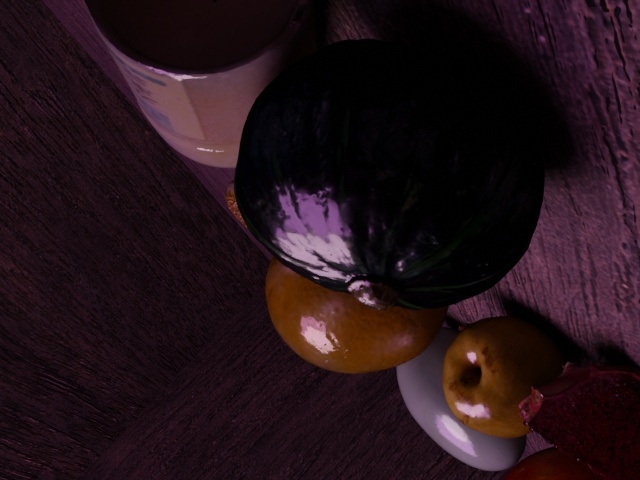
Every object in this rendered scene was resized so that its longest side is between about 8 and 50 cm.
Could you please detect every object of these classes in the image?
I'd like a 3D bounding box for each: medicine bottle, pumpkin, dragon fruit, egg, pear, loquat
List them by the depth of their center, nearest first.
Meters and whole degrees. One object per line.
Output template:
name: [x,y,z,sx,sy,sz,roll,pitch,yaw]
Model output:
pumpkin: [0.065,-0.046,0.704,0.315,0.239,0.315,13,155,6]
medicine bottle: [-0.121,-0.222,0.868,0.235,0.236,0.406,42,170,9]
dragon fruit: [0.424,0.252,1.025,0.274,0.161,0.126,33,-170,-12]
pear: [0.317,0.231,1.171,0.209,0.209,0.209,42,171,8]
loquat: [0.069,0.061,1.216,0.328,0.328,0.360,32,125,53]
egg: [0.317,0.353,1.564,0.371,0.230,0.230,52,178,37]

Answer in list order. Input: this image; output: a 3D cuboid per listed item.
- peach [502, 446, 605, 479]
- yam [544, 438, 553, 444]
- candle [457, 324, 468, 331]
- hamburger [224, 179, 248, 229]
peach: [0.526,0.581,1.362,0.388,0.388,0.388,42,171,8]
yam: [0.470,0.360,1.470,0.179,0.078,0.078,48,170,-21]
candle: [0.344,0.200,1.471,0.026,0.021,0.167,36,172,-14]
hamburger: [-0.097,-0.064,1.694,0.302,0.170,0.302,44,170,10]
